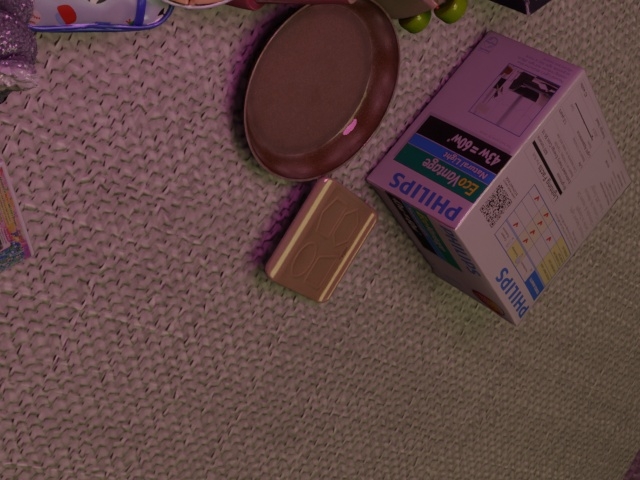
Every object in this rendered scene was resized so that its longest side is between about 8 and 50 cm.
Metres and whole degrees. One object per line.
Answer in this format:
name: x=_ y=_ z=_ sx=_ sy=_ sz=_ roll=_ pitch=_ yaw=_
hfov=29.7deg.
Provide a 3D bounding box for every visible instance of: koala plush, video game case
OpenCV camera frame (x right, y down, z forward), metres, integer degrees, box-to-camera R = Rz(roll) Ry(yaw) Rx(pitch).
koala plush: x=-0.416 y=-0.197 z=1.336 sx=0.221 sy=0.196 sz=0.203 roll=-13 pitch=137 yaw=5
video game case: x=-0.463 y=-0.012 z=1.599 sx=0.143 sy=0.019 sz=0.157 roll=-31 pitch=131 yaw=-28

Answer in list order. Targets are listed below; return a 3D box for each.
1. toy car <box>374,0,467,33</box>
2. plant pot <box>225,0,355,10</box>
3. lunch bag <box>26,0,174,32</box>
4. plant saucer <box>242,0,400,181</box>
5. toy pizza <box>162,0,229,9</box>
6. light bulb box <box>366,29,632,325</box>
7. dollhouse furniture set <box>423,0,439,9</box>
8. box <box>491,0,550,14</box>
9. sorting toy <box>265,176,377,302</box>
toy car: x=0.148 y=-0.447 z=1.881 sx=0.155 sy=0.149 sz=0.188 roll=27 pitch=68 yaw=-37
plant pot: x=-0.031 y=-0.391 z=1.585 sx=0.201 sy=0.180 sz=0.201 roll=14 pitch=90 yaw=-80
lunch bag: x=-0.271 y=-0.403 z=1.440 sx=0.243 sy=0.115 sz=0.303 roll=-4 pitch=118 yaw=-26
plant saucer: x=-0.005 y=-0.241 z=1.881 sx=0.311 sy=0.050 sz=0.310 roll=-24 pitch=130 yaw=-32
toy pizza: x=-0.139 y=-0.373 z=1.439 sx=0.201 sy=0.032 sz=0.201 roll=-12 pitch=119 yaw=-23
light bulb box: x=0.329 y=-0.107 z=2.164 sx=0.361 sy=0.225 sz=0.358 roll=-50 pitch=139 yaw=-9
dollhouse furniture set: x=0.164 y=-0.453 z=1.756 sx=0.129 sy=0.183 sz=0.129 roll=39 pitch=117 yaw=-24
box: x=0.355 y=-0.573 z=1.940 sx=0.296 sy=0.183 sz=0.294 roll=-36 pitch=133 yaw=-22
sorting toy: x=0.000 y=0.000 z=2.030 sx=0.193 sy=0.038 sz=0.208 roll=-59 pitch=149 yaw=0
